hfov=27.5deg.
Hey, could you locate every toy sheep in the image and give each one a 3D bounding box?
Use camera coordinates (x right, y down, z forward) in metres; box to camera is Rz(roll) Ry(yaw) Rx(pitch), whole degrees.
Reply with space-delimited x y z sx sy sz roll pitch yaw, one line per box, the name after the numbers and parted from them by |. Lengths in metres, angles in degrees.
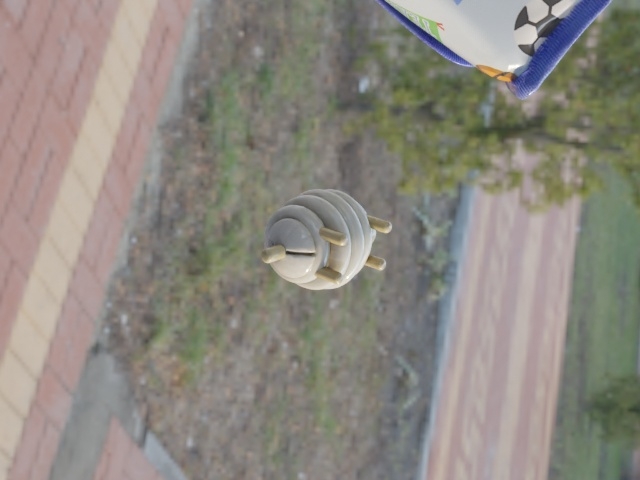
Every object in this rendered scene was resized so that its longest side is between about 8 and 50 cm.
0.000 0.000 1.065 0.132 0.091 0.091 -9 103 -52 | toy sheep

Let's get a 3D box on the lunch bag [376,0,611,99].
0.090 -0.304 1.040 0.239 0.328 0.385 -48 -172 17 | lunch bag
